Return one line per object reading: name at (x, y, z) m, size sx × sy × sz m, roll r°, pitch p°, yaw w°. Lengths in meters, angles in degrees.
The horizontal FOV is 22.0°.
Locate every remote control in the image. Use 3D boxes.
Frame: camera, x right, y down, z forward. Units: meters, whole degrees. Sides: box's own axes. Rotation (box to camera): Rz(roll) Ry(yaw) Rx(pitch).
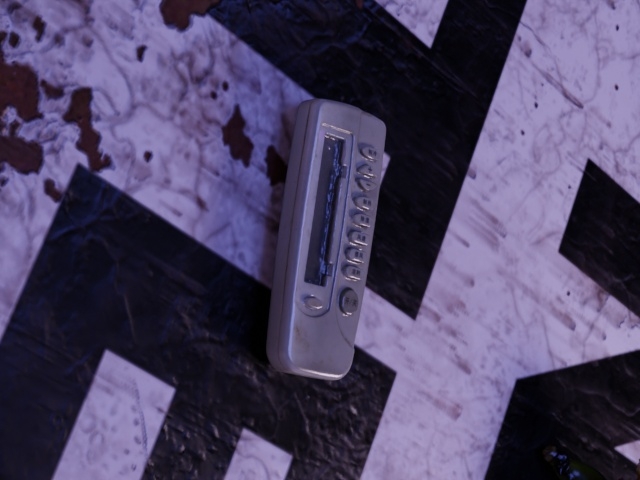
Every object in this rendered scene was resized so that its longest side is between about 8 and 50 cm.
remote control at (0.001, 0.000, 1.378) m, size 0.090 × 0.049 × 0.230 m, roll 16°, pitch 80°, yaw -41°

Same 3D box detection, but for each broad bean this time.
broad bean at (0.307, 0.306, 1.669) m, size 0.060 × 0.043 × 0.297 m, roll -39°, pitch 116°, yaw -17°

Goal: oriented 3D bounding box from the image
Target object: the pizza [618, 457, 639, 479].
pizza at (0.278, 0.344, 1.596) m, size 0.229 × 0.081 × 0.289 m, roll -7°, pitch 108°, yaw -32°
